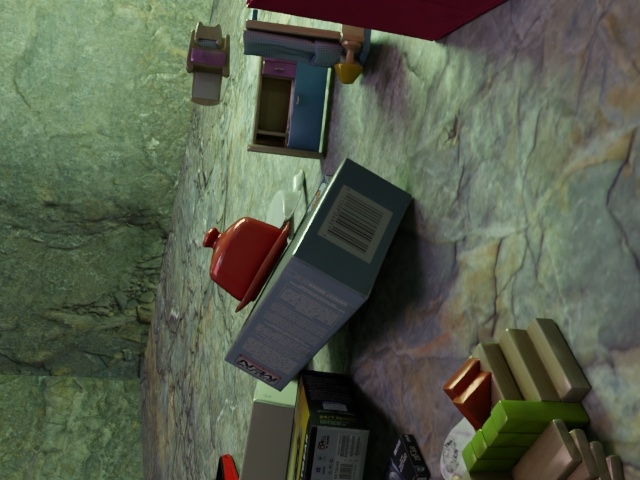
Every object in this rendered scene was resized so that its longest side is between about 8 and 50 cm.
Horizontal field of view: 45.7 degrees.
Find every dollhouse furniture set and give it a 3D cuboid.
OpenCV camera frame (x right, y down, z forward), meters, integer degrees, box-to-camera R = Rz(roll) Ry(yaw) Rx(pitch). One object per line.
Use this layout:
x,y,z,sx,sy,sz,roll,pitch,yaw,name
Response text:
-0.086,-0.250,1.241,0.303,0.287,0.198,-156,72,-82,dollhouse furniture set

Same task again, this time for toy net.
0.144,0.283,0.814,0.122,0.045,0.232,-132,51,-67,toy net

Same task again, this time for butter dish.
-0.127,0.021,1.179,0.159,0.118,0.160,-59,3,-5,butter dish

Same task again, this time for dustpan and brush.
-0.062,-0.063,1.430,0.147,0.060,0.211,120,157,-47,dustpan and brush

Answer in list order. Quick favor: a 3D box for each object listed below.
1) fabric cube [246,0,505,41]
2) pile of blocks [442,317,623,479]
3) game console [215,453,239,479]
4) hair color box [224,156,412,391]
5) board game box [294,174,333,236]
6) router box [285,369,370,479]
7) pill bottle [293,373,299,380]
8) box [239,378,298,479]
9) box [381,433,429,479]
0.076,-0.397,0.859,0.259,0.258,0.253,174,100,-71,fabric cube
0.169,0.243,0.642,0.149,0.113,0.361,130,140,-59,pile of blocks
-0.216,0.738,1.728,0.342,0.060,0.386,-128,47,-71,game console
-0.015,0.066,1.119,0.185,0.114,0.374,-62,5,-34,hair color box
0.000,0.000,1.310,0.201,0.035,0.136,120,149,-51,board game box
-0.004,0.367,1.082,0.243,0.081,0.308,-128,45,-82,router box
-0.063,0.226,1.387,0.116,0.065,0.065,115,153,-44,pill bottle
-0.090,0.386,1.341,0.113,0.094,0.274,-84,5,-74,box
0.106,0.296,0.951,0.067,0.018,0.083,-113,33,-53,box
